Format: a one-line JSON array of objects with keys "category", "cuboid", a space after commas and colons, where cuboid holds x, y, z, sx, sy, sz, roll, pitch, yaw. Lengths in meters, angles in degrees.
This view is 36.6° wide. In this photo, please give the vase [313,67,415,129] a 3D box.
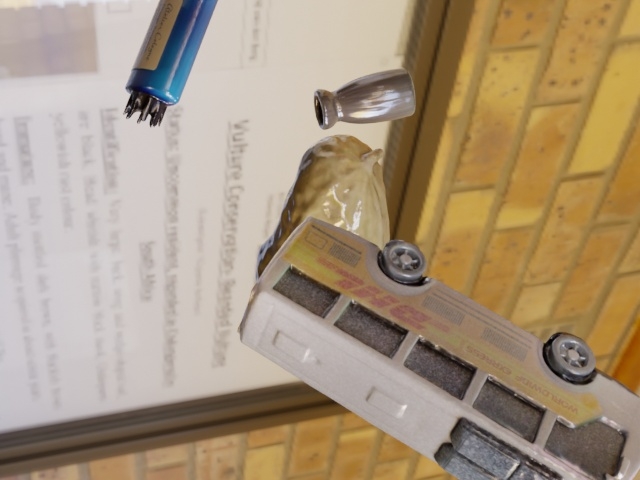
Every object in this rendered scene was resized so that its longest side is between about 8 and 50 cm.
[{"category": "vase", "cuboid": [0.045, -0.147, 1.019, 0.053, 0.101, 0.053, 167, -90, -80]}]

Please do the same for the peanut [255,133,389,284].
[{"category": "peanut", "cuboid": [0.004, 0.004, 1.266, 0.159, 0.143, 0.291, 63, -39, 38]}]

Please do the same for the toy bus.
[{"category": "toy bus", "cuboid": [0.104, 0.107, 0.806, 0.138, 0.342, 0.097, -51, 169, -45]}]

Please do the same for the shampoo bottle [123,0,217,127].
[{"category": "shampoo bottle", "cuboid": [-0.173, -0.216, 1.100, 0.087, 0.050, 0.183, 13, -99, 45]}]
